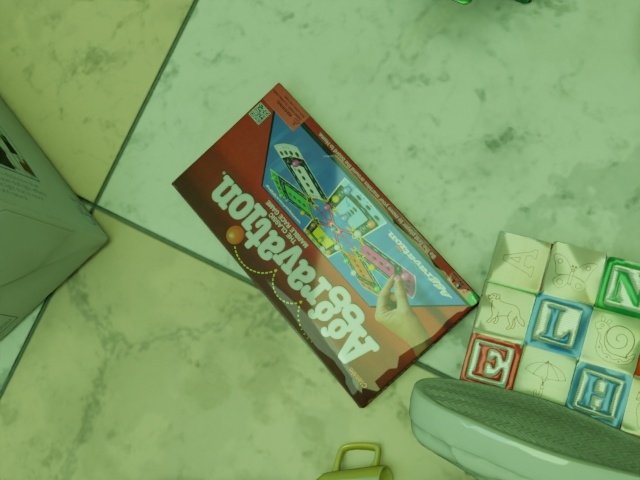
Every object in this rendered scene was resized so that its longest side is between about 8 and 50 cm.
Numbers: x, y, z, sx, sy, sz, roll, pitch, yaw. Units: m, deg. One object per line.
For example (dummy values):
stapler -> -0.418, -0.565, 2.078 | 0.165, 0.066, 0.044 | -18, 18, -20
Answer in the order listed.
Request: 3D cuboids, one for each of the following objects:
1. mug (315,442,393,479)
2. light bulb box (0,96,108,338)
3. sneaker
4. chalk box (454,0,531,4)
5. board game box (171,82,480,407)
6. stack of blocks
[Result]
mug -> 0.028, 0.221, 0.777 | 0.064, 0.078, 0.062 | -4, 111, 19
light bulb box -> -0.470, -0.034, 0.842 | 0.358, 0.225, 0.361 | -41, 73, 4
sneaker -> 0.181, 0.217, 0.633 | 0.292, 0.108, 0.169 | 20, 106, 12
chalk box -> 0.154, -0.306, 0.796 | 0.132, 0.132, 0.213 | 29, 89, 15
board game box -> 0.000, 0.000, 0.831 | 0.145, 0.027, 0.281 | -43, 74, 4
stack of blocks -> 0.267, 0.114, 0.717 | 0.297, 0.087, 0.171 | 15, 84, 15
